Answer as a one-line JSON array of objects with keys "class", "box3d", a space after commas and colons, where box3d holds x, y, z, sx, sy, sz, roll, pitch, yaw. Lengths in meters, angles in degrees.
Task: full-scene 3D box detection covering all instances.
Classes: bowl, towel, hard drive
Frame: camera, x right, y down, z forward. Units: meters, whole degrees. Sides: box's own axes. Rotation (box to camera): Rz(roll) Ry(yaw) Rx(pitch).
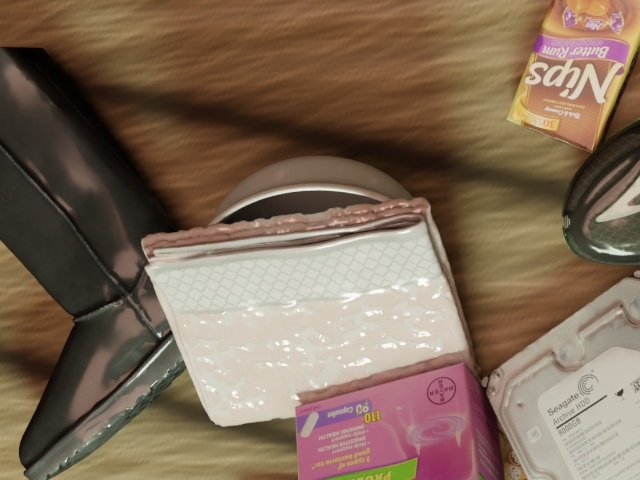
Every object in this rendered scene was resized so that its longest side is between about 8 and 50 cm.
[{"class": "bowl", "box3d": [0.000, 0.000, 1.741, 0.298, 0.134, 0.298, 2, 136, 1]}, {"class": "towel", "box3d": [-0.005, 0.092, 1.706, 0.332, 0.053, 0.317, -8, 136, 12]}, {"class": "hard drive", "box3d": [0.339, 0.231, 1.626, 0.237, 0.064, 0.339, -37, 56, 22]}]

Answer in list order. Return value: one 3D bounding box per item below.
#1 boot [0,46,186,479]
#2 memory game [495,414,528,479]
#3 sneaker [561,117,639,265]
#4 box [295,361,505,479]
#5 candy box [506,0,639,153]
[{"class": "boot", "box3d": [-0.357, 0.030, 1.891, 0.367, 0.146, 0.445, -42, 84, 8]}, {"class": "memory game", "box3d": [0.263, 0.272, 1.768, 0.186, 0.012, 0.186, 2, 96, 19]}, {"class": "sneaker", "box3d": [0.455, -0.051, 1.535, 0.483, 0.202, 0.185, -8, 105, 35]}, {"class": "box", "box3d": [0.093, 0.290, 1.701, 0.214, 0.117, 0.243, -16, 53, 18]}, {"class": "candy box", "box3d": [0.294, -0.202, 1.691, 0.109, 0.053, 0.186, 23, 104, 15]}]
